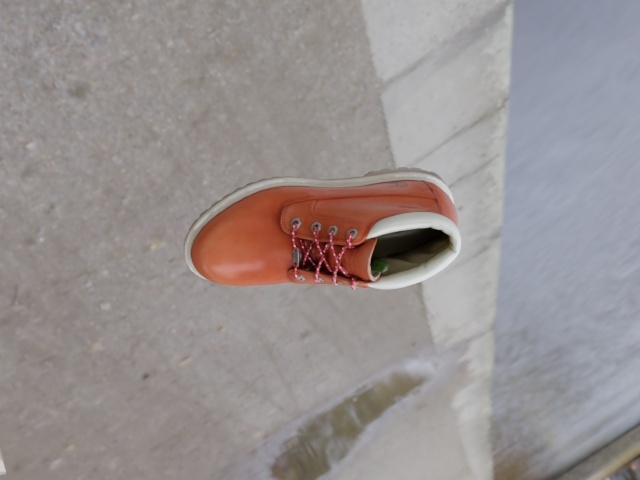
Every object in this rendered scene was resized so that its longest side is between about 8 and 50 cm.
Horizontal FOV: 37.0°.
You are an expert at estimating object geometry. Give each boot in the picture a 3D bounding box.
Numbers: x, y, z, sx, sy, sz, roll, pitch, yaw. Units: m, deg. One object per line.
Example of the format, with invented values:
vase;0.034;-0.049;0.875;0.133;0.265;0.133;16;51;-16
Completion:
boot;0.000;0.000;0.525;0.158;0.059;0.084;-12;-157;2

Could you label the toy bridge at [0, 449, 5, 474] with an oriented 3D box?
toy bridge;-0.311;0.202;0.842;0.063;0.188;0.026;-12;136;-15
